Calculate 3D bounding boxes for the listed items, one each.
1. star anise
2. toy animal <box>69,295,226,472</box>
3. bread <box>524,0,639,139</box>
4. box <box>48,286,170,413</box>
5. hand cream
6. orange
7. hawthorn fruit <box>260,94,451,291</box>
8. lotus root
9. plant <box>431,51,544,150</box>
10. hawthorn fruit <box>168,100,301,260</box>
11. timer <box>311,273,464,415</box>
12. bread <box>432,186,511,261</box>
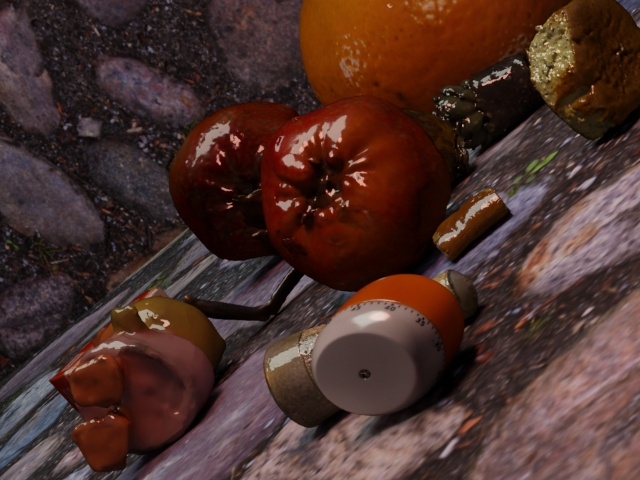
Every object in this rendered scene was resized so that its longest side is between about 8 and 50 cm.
[{"bbox_3d":[-0.036,-0.018,2.041,0.346,0.148,0.237,-41,51,-8],"label":"star anise"},{"bbox_3d":[-0.206,0.153,1.919,0.169,0.195,0.281,-1,17,3],"label":"toy animal"},{"bbox_3d":[0.268,-0.177,1.556,0.140,0.128,0.069,-47,6,-40],"label":"bread"},{"bbox_3d":[-0.244,0.167,2.079,0.182,0.133,0.099,-43,10,-25],"label":"box"},{"bbox_3d":[0.050,0.087,1.384,0.203,0.084,0.084,-30,11,20],"label":"hand cream"},{"bbox_3d":[0.156,-0.333,2.212,0.424,0.326,0.424,-40,6,5],"label":"orange"},{"bbox_3d":[0.043,-0.055,1.740,0.211,0.211,0.299,-40,-2,9],"label":"hawthorn fruit"},{"bbox_3d":[0.081,-0.104,1.929,0.209,0.120,0.120,0,24,18],"label":"lotus root"},{"bbox_3d":[0.208,-0.172,1.962,0.143,0.092,0.094,-31,17,11],"label":"plant"},{"bbox_3d":[-0.104,-0.097,2.478,0.254,0.254,0.300,-40,5,6],"label":"hawthorn fruit"},{"bbox_3d":[0.059,0.075,1.277,0.136,0.099,0.136,-31,20,12],"label":"timer"},{"bbox_3d":[0.150,-0.016,1.577,0.083,0.036,0.047,-42,11,8],"label":"bread"}]
